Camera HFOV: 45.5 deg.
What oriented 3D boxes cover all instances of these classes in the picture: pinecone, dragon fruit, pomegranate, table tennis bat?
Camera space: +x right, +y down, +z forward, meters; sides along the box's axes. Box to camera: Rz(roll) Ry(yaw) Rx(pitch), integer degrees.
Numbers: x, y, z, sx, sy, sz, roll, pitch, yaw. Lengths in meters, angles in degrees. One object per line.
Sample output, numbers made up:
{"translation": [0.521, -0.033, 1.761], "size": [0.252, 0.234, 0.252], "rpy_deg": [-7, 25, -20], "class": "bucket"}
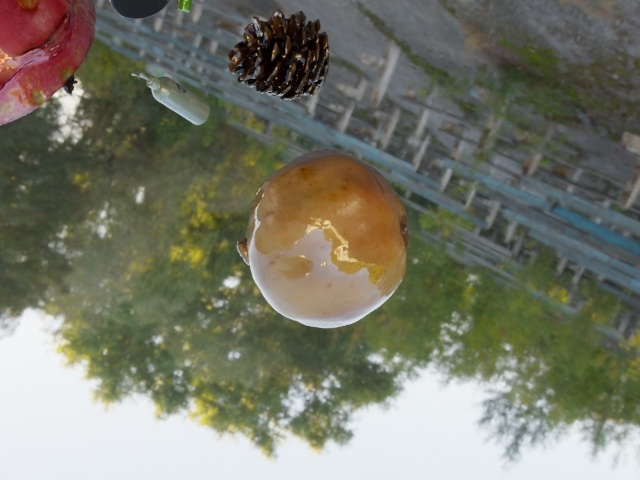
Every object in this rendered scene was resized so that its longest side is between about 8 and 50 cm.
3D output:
{"translation": [-0.082, -0.368, 1.525], "size": [0.204, 0.179, 0.184], "rpy_deg": [0, 172, -16], "class": "pinecone"}
{"translation": [-0.540, -0.349, 1.118], "size": [0.370, 0.386, 0.249], "rpy_deg": [18, 152, 20], "class": "dragon fruit"}
{"translation": [0.000, 0.000, 1.708], "size": [0.411, 0.412, 0.411], "rpy_deg": [24, -172, -4], "class": "pomegranate"}
{"translation": [-0.388, -0.594, 1.786], "size": [0.019, 0.220, 0.130], "rpy_deg": [53, 161, 39], "class": "table tennis bat"}

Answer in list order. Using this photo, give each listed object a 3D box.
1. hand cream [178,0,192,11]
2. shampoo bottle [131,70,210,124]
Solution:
{"translation": [-0.231, -0.465, 1.337], "size": [0.023, 0.122, 0.036], "rpy_deg": [2, -169, -42], "class": "hand cream"}
{"translation": [-0.314, -0.307, 1.608], "size": [0.056, 0.056, 0.195], "rpy_deg": [31, -179, 36], "class": "shampoo bottle"}
